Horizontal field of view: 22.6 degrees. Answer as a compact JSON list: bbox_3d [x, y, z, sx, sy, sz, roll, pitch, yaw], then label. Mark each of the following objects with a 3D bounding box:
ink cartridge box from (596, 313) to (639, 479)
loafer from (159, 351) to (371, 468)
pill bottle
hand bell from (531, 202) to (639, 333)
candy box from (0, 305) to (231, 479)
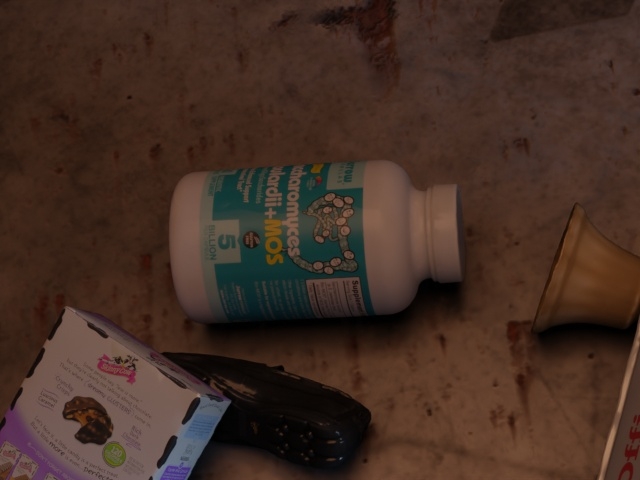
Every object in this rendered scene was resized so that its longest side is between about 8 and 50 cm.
[{"bbox_3d":[0.392,0.110,1.202,0.160,0.385,0.279,24,74,-15],"label":"ink cartridge box"},{"bbox_3d":[-0.059,0.149,1.476,0.223,0.076,0.078,16,29,26],"label":"loafer"},{"bbox_3d":[0.000,0.000,1.496,0.264,0.146,0.146,-4,61,8],"label":"pill bottle"},{"bbox_3d":[0.324,0.064,1.440,0.242,0.126,0.126,19,66,7],"label":"hand bell"},{"bbox_3d":[-0.201,0.184,1.440,0.165,0.070,0.196,31,93,24],"label":"candy box"}]
